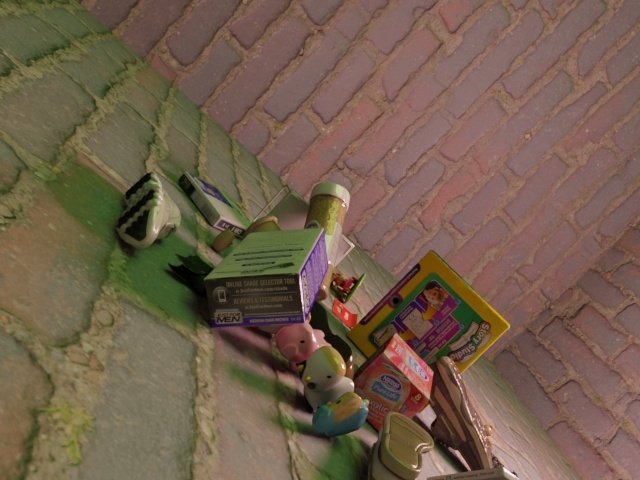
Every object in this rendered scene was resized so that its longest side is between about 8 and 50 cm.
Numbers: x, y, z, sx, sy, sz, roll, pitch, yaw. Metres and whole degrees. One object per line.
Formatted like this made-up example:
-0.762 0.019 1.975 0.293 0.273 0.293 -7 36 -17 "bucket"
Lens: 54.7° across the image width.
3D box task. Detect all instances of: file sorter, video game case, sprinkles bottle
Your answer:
-0.068 -0.023 2.028 0.277 0.193 0.173 41 7 -19 "file sorter"
0.372 0.555 1.352 0.212 0.193 0.023 39 44 -28 "video game case"
0.000 0.000 1.815 0.121 0.121 0.356 38 51 -34 "sprinkles bottle"

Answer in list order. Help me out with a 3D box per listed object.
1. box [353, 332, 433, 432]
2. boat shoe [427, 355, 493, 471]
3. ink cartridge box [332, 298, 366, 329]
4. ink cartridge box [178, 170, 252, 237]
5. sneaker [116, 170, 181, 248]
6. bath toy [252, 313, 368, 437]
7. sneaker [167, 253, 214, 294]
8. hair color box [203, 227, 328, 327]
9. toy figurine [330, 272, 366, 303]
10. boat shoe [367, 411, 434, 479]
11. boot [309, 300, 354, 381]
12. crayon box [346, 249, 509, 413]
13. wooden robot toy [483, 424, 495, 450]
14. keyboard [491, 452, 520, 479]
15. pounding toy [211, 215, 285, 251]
0.176 0.349 1.527 0.154 0.142 0.300 46 9 9 "box"
0.366 0.500 1.704 0.356 0.130 0.132 69 17 9 "boat shoe"
0.141 0.272 2.035 0.225 0.056 0.181 45 8 -2 "ink cartridge box"
-0.295 -0.095 1.808 0.206 0.045 0.208 48 11 28 "ink cartridge box"
-0.334 -0.049 1.255 0.118 0.110 0.292 50 6 -24 "sneaker"
-0.035 0.228 1.237 0.128 0.152 0.348 -5 36 -29 "bath toy"
-0.245 0.063 1.275 0.089 0.051 0.170 48 12 5 "sneaker"
-0.098 0.068 1.291 0.339 0.185 0.110 -58 143 -74 "hair color box"
0.057 0.130 2.195 0.159 0.130 0.173 35 -13 2 "toy figurine"
0.142 0.416 1.191 0.113 0.103 0.302 33 6 16 "boat shoe"
-0.010 0.243 1.450 0.305 0.112 0.115 49 -21 54 "boot"
0.315 0.264 1.827 0.313 0.363 0.106 46 8 13 "crayon box"
0.539 0.639 2.011 0.173 0.079 0.076 34 12 -44 "wooden robot toy"
0.631 0.784 1.911 0.317 0.033 0.201 48 9 22 "keyboard"
-0.152 0.005 1.629 0.269 0.154 0.155 34 13 -50 "pounding toy"
